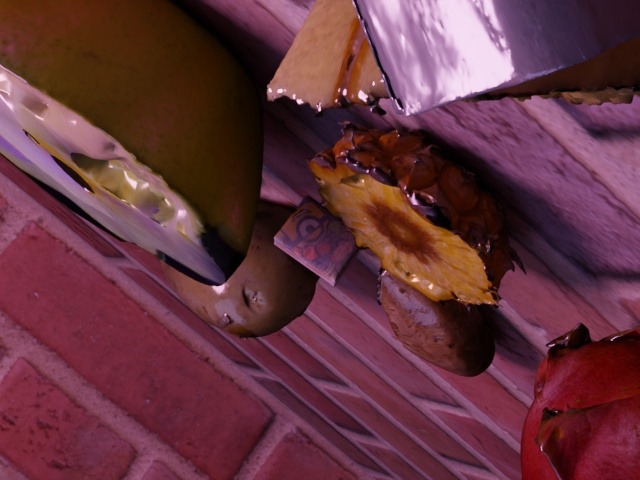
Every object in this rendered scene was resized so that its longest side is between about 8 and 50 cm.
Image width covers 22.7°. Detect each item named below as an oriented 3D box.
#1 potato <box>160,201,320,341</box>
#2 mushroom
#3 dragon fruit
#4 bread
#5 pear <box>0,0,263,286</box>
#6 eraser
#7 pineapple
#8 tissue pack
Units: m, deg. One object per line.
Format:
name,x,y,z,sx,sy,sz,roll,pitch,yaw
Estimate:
potato,-0.099,0.023,1.828,0.165,0.165,0.262,45,168,-30
mushroom,0.127,0.087,1.656,0.094,0.072,0.210,19,159,30
dragon fruit,0.279,0.192,1.303,0.315,0.250,0.250,49,174,28
bread,0.080,-0.127,0.978,0.266,0.178,0.142,4,113,63
pear,-0.196,-0.138,1.508,0.398,0.165,0.399,35,167,9
eraser,0.047,-0.179,0.709,0.174,0.081,0.227,-5,109,67
pineapple,0.085,-0.027,1.359,0.224,0.076,0.225,34,164,11
tissue pack,0.000,0.000,1.709,0.083,0.063,0.035,34,163,8
